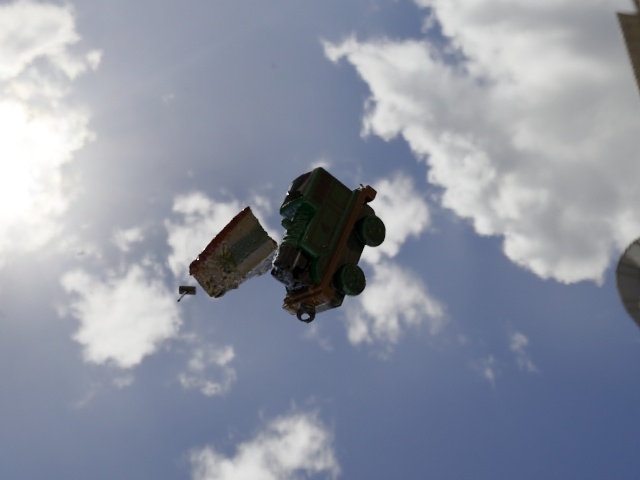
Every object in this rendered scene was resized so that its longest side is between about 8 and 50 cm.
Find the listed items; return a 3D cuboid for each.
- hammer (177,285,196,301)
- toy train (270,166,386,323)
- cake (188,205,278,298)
[{"bbox_3d":[-0.281,0.111,1.883,0.036,0.019,0.110,2,-173,1],"label":"hammer"},{"bbox_3d":[0.000,0.000,1.187,0.136,0.091,0.227,40,-125,-21],"label":"toy train"},{"bbox_3d":[-0.108,0.008,1.443,0.086,0.220,0.117,52,-134,4],"label":"cake"}]
